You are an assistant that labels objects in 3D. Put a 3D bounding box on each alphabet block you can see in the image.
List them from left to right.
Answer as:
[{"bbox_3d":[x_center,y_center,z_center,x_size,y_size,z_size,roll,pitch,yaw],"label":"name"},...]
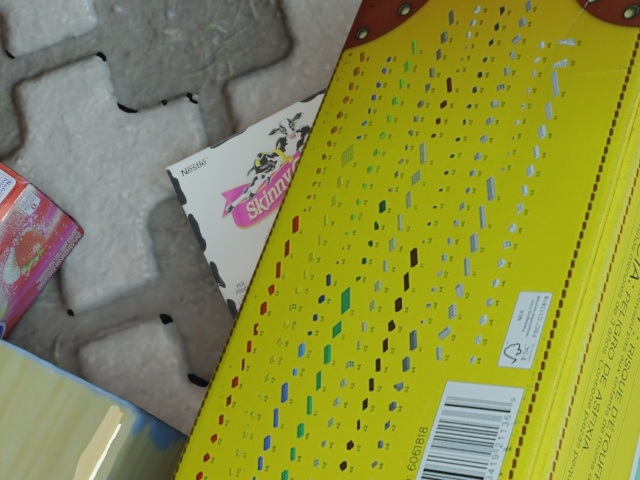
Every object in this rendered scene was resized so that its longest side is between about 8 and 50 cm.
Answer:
[{"bbox_3d":[-0.220,0.179,0.903,0.193,0.192,0.197,23,79,19],"label":"alphabet block"}]

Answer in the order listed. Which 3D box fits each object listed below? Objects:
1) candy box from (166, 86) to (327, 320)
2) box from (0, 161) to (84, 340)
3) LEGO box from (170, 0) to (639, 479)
[{"bbox_3d":[0.000,0.000,0.981,0.164,0.070,0.196,-27,70,1],"label":"candy box"},{"bbox_3d":[-0.317,0.046,0.998,0.128,0.122,0.257,32,81,19],"label":"box"},{"bbox_3d":[0.114,0.159,0.693,0.193,0.372,0.500,2,60,38],"label":"LEGO box"}]
